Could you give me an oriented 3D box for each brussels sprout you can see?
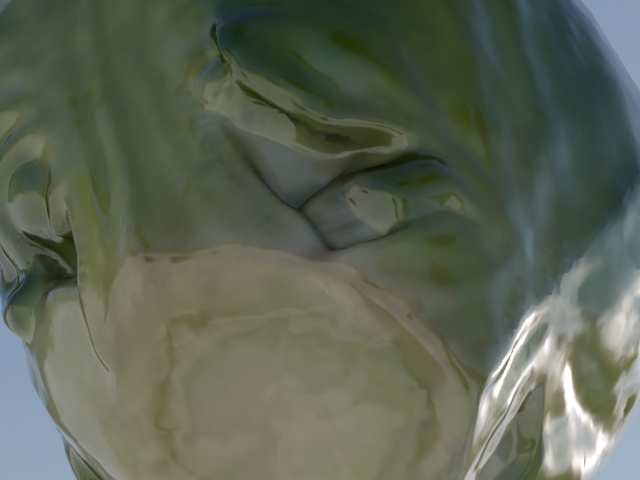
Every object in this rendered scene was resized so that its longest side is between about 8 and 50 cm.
[{"bbox_3d":[0.000,0.000,0.580,0.210,0.271,0.219,-20,-68,13],"label":"brussels sprout"}]
